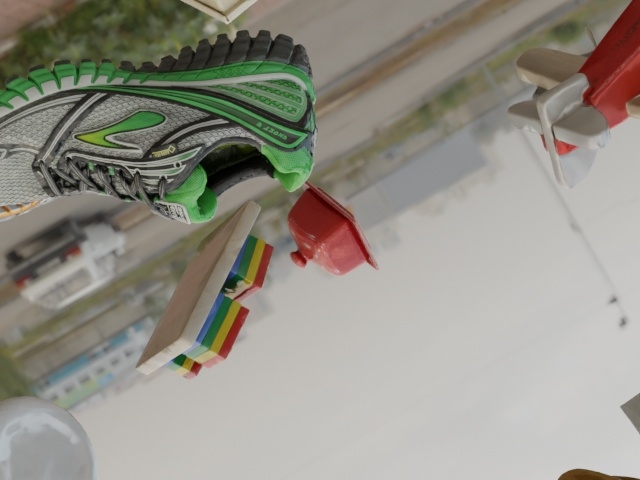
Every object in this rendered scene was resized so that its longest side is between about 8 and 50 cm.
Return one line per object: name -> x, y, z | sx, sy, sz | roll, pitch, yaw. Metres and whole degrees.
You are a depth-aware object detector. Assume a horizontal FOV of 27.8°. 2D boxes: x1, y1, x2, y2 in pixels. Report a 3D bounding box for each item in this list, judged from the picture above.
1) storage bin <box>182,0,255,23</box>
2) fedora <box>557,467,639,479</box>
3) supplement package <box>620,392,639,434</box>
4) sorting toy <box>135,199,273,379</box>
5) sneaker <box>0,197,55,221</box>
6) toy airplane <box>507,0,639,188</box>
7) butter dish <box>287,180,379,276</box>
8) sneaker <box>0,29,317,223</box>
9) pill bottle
storage bin -> -0.115, -0.430, 1.629 | 0.260, 0.123, 0.262 | -41, -138, -15
fedora -> 0.284, 0.293, 1.326 | 0.194, 0.079, 0.194 | -20, -151, 12
supplement package -> 0.490, 0.219, 1.499 | 0.203, 0.149, 0.194 | -37, -169, 6
sorting toy -> -0.170, 0.094, 2.063 | 0.255, 0.089, 0.257 | -65, -167, -24
sneaker -> -0.416, -0.075, 1.843 | 0.215, 0.084, 0.083 | -34, 165, -39
toy airplane -> 0.464, -0.216, 1.852 | 0.384, 0.272, 0.386 | -23, -139, 27
butter dish -> 0.000, 0.000, 2.173 | 0.118, 0.160, 0.160 | -41, 141, -10
sneaker -> -0.169, -0.083, 1.162 | 0.344, 0.146, 0.134 | -12, 157, 2
pill bottle -> -0.389, 0.288, 1.457 | 0.278, 0.162, 0.162 | -30, -179, 39
